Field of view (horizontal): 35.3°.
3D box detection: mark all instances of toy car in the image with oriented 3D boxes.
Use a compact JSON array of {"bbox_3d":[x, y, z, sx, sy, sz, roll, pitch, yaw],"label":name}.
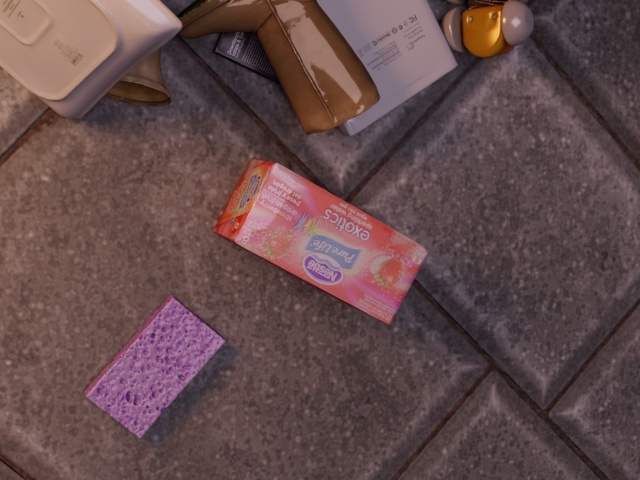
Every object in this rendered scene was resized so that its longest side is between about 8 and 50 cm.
[{"bbox_3d":[0.291,-0.399,1.692,0.136,0.159,0.182,-14,103,-52],"label":"toy car"}]

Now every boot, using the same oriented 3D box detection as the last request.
[{"bbox_3d":[-0.071,-0.278,1.550,0.236,0.089,0.269,-25,110,16],"label":"boot"}]

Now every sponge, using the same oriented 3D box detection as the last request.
[{"bbox_3d":[-0.265,0.202,1.622,0.117,0.031,0.210,44,82,-19],"label":"sponge"}]

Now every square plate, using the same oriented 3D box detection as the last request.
[{"bbox_3d":[-0.401,-0.327,1.355,0.344,0.347,0.049,43,53,-18],"label":"square plate"}]

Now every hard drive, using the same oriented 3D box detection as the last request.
[{"bbox_3d":[0.052,-0.380,1.624,0.233,0.047,0.353,-35,110,-15],"label":"hard drive"}]

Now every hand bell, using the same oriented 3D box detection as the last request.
[{"bbox_3d":[-0.270,-0.338,1.531,0.126,0.126,0.242,11,80,-20],"label":"hand bell"}]

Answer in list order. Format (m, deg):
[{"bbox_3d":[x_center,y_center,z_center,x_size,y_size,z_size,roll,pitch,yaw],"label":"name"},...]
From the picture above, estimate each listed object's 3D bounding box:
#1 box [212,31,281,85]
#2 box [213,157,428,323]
[{"bbox_3d":[-0.080,-0.322,1.622,0.162,0.029,0.116,24,88,-21],"label":"box"},{"bbox_3d":[0.000,0.000,1.624,0.300,0.154,0.142,29,87,-21],"label":"box"}]
